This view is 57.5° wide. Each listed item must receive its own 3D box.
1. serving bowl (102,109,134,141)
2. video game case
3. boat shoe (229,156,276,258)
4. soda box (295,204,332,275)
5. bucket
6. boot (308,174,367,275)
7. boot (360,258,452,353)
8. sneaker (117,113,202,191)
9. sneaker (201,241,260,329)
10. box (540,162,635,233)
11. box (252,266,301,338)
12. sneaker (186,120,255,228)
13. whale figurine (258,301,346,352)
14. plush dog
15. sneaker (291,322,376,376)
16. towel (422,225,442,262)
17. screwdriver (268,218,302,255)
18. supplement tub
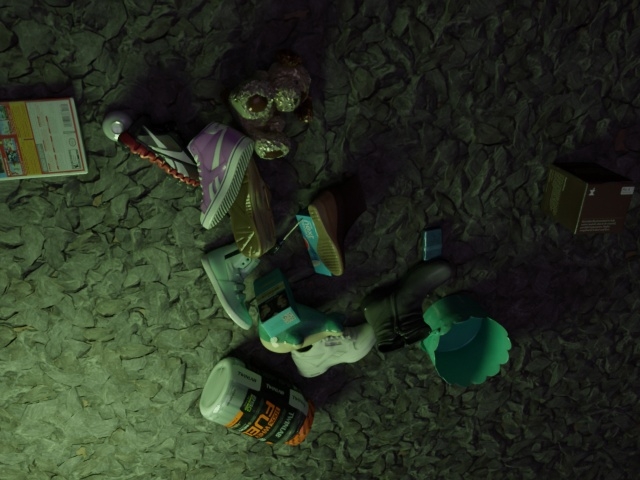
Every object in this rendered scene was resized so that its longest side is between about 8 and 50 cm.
[{"bbox_3d":[-0.533,-0.298,1.538,0.083,0.027,0.083,-5,116,-10],"label":"serving bowl"},{"bbox_3d":[-0.764,-0.261,1.505,0.285,0.025,0.204,-6,116,-10],"label":"video game case"},{"bbox_3d":[-0.202,-0.125,1.651,0.121,0.110,0.341,5,113,34],"label":"boat shoe"},{"bbox_3d":[0.000,0.000,1.756,0.067,0.071,0.210,-38,123,-35],"label":"soda box"},{"bbox_3d":[0.474,0.330,1.963,0.281,0.183,0.281,-4,115,-10],"label":"bucket"},{"bbox_3d":[0.075,-0.045,1.706,0.206,0.090,0.249,-33,116,-36],"label":"boot"},{"bbox_3d":[0.305,0.215,1.842,0.338,0.223,0.118,-33,128,6],"label":"boot"},{"bbox_3d":[-0.390,-0.238,1.557,0.276,0.097,0.135,32,98,-28],"label":"sneaker"},{"bbox_3d":[-0.229,0.125,1.715,0.151,0.094,0.256,-28,86,1],"label":"sneaker"},{"bbox_3d":[0.824,-0.136,1.817,0.168,0.203,0.167,-2,115,-11],"label":"box"},{"bbox_3d":[-0.134,0.178,1.723,0.100,0.244,0.060,-31,117,2],"label":"box"},{"bbox_3d":[-0.291,-0.178,1.544,0.161,0.102,0.282,29,111,7],"label":"sneaker"},{"bbox_3d":[-0.060,0.247,1.793,0.271,0.216,0.141,-7,109,12],"label":"whale figurine"},{"bbox_3d":[-0.124,-0.380,1.533,0.225,0.211,0.262,-34,146,-12],"label":"plush dog"},{"bbox_3d":[0.046,0.335,1.907,0.305,0.114,0.152,-25,118,0],"label":"sneaker"},{"bbox_3d":[0.360,0.012,1.878,0.067,0.029,0.120,-9,116,-9],"label":"towel"},{"bbox_3d":[-0.100,-0.008,1.741,0.025,0.024,0.170,44,121,-9],"label":"screwdriver"},{"bbox_3d":[-0.199,0.529,1.890,0.338,0.207,0.207,30,105,-23],"label":"supplement tub"}]
